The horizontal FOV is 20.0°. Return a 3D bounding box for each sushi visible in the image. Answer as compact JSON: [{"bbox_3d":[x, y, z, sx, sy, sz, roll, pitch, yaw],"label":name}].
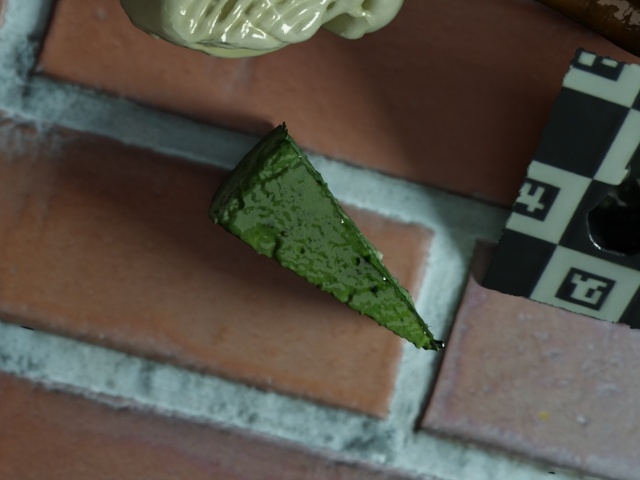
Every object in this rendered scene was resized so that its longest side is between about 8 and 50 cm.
[{"bbox_3d":[0.359,-0.041,1.583,0.373,0.100,0.296,15,136,-2],"label":"sushi"}]

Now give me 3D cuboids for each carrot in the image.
[{"bbox_3d":[0.213,-0.223,1.580,0.248,0.059,0.059,25,97,-4],"label":"carrot"}]

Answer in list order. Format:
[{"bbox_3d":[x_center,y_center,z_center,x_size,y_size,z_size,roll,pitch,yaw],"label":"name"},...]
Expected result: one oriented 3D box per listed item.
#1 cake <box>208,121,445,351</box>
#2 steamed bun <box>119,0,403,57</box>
[{"bbox_3d":[0.001,0.021,1.588,0.099,0.100,0.235,-37,99,5],"label":"cake"},{"bbox_3d":[-0.039,-0.286,1.490,0.276,0.203,0.289,22,100,-31],"label":"steamed bun"}]
